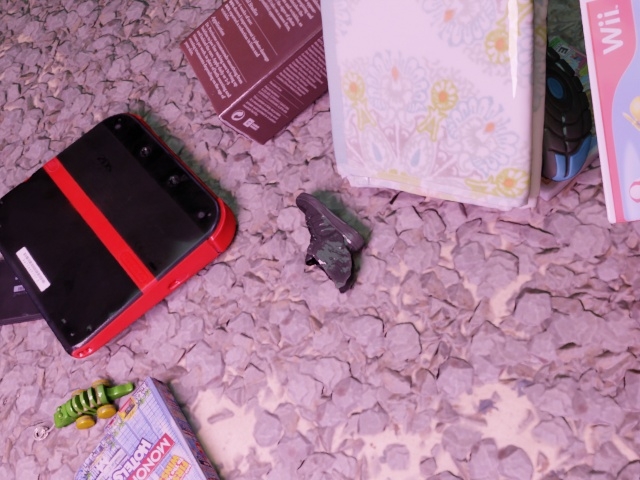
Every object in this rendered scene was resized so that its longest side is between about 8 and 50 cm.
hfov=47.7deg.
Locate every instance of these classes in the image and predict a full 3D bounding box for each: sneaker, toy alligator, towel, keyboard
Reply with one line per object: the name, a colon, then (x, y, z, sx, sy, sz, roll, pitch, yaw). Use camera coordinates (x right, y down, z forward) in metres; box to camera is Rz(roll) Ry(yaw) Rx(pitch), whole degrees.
sneaker: (0.001, 0.001, 1.109, 0.170, 0.051, 0.089, 39, 78, 27)
toy alligator: (-0.382, 0.263, 1.126, 0.189, 0.051, 0.056, -27, 59, 7)
towel: (0.151, -0.233, 0.992, 0.320, 0.375, 0.090, 13, 30, 37)
sneaker: (0.290, -0.231, 1.065, 0.139, 0.125, 0.341, -32, 61, 45)
keyboard: (-0.510, 0.049, 1.290, 0.317, 0.033, 0.202, -9, 68, 15)

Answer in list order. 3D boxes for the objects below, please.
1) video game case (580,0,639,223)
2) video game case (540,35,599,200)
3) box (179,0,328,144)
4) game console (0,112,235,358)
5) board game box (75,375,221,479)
video game case: (0.366, -0.131, 0.570, 0.285, 0.025, 0.204, -8, 89, 28)
video game case: (0.347, -0.189, 1.086, 0.212, 0.023, 0.193, -41, 59, -2)
box: (-0.031, -0.361, 1.196, 0.381, 0.143, 0.191, -38, 61, 16)
game console: (-0.365, -0.030, 1.236, 0.342, 0.060, 0.386, -41, 58, -9)
board game box: (-0.239, 0.332, 1.035, 0.194, 0.060, 0.194, 34, 81, 31)
